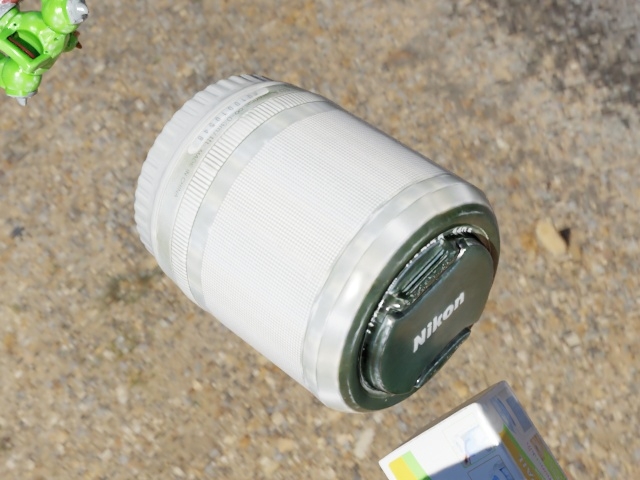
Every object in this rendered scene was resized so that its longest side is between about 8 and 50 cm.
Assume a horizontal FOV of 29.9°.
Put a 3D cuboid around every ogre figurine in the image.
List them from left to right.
[{"bbox_3d":[-0.298,-0.215,1.170,0.197,0.097,0.118,-44,86,15],"label":"ogre figurine"}]

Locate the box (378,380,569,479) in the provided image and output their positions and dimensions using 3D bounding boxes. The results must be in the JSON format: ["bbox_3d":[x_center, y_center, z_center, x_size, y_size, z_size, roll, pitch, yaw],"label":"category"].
[{"bbox_3d":[0.159,0.239,1.025,0.103,0.114,0.203,-35,82,20],"label":"box"}]

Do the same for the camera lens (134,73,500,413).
[{"bbox_3d":[0.000,0.000,1.042,0.274,0.219,0.219,34,75,31],"label":"camera lens"}]
